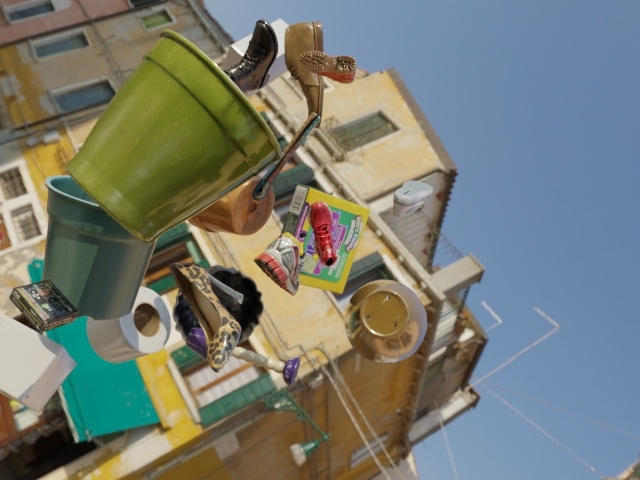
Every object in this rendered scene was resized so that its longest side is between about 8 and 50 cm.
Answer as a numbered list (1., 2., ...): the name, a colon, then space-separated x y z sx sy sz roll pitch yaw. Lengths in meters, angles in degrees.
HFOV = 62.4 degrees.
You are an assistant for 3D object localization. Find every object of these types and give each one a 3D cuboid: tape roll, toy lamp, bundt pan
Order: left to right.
1. tape roll: -0.686 0.306 1.908 0.246 0.169 0.246 44 36 -45
2. bundt pan: -0.380 0.232 1.943 0.124 0.330 0.331 -132 -156 -62
3. toy lamp: -0.188 0.272 1.265 0.274 0.080 0.080 15 -34 8

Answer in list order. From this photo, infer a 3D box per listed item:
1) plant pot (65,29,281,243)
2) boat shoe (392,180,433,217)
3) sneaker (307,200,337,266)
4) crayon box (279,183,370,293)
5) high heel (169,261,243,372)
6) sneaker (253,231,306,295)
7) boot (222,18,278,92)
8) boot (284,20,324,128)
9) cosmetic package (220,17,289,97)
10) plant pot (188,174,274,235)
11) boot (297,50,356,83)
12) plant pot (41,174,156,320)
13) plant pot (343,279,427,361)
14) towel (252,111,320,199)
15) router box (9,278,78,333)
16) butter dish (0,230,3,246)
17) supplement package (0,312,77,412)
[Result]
1. plant pot: -0.337 -0.192 1.158 0.366 0.353 0.366 42 -9 8
2. boat shoe: 0.265 -0.124 1.581 0.083 0.226 0.076 29 -63 25
3. sneaker: 0.020 -0.011 1.701 0.128 0.087 0.221 -119 -168 -50
4. crayon box: 0.000 0.000 2.066 0.106 0.313 0.363 23 -85 53
5. high heel: -0.264 0.158 1.131 0.186 0.093 0.261 34 25 -21
6. sneaker: -0.063 0.048 1.065 0.088 0.093 0.225 39 -10 9
7. boot: -0.242 -0.526 1.619 0.091 0.229 0.263 35 -41 16
8. boot: -0.047 -0.479 1.545 0.112 0.115 0.305 -152 -122 -79
9. cosmetic package: -0.244 -0.758 2.215 0.155 0.365 0.197 40 -43 -1
10. plant pot: -0.294 -0.144 1.784 0.203 0.291 0.291 24 -40 32
11. boot: 0.018 -0.452 1.402 0.084 0.158 0.059 62 43 -76
12. plant pot: -0.626 0.025 1.503 0.341 0.341 0.334 35 -69 56
13. plant pot: 0.167 0.202 1.391 0.237 0.237 0.254 60 0 16
14. towel: -0.106 -0.225 1.504 0.040 0.271 0.370 37 -1 -8
15. router box: -0.641 0.151 1.227 0.122 0.092 0.038 42 -67 14
16. butter dish: -0.994 0.030 1.481 0.160 0.118 0.160 86 11 -77
17. supplement package: -0.905 0.342 1.536 0.293 0.177 0.175 27 -31 6
